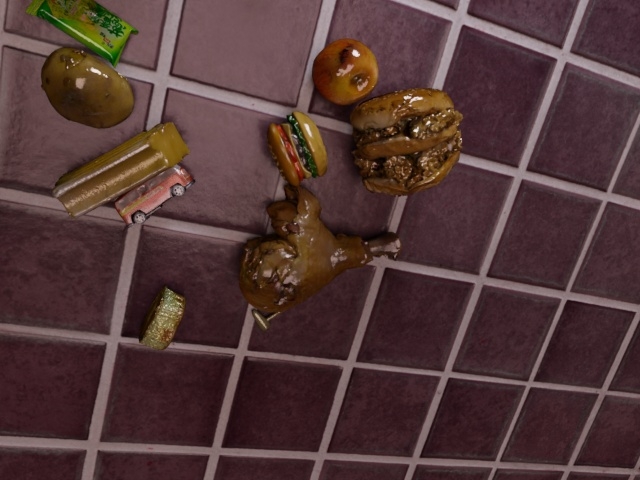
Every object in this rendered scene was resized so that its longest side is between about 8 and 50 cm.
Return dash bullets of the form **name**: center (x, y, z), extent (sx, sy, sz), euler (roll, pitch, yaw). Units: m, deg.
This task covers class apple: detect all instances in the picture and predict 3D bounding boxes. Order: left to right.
- **apple**: center (0.055, -0.363, 1.153), extent (0.146, 0.146, 0.147), euler (-5, 110, -14)

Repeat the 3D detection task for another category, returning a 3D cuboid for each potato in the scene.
- **potato**: center (-0.451, -0.290, 1.038), extent (0.176, 0.137, 0.137), euler (28, 99, -24)

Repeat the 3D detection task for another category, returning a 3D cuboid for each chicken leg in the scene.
- **chicken leg**: center (0.000, 0.000, 1.258), extent (0.409, 0.182, 0.295), euler (-10, 95, -16)

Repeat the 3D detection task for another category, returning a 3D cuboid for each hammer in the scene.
- **hammer**: center (-0.080, 0.154, 1.355), extent (0.195, 0.028, 0.060), euler (-31, 107, -7)

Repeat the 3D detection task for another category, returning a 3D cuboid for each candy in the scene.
- **candy**: center (-0.451, -0.421, 1.025), extent (0.178, 0.032, 0.102), euler (32, 70, -21)

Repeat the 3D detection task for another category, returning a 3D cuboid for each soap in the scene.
- **soap**: center (-0.396, -0.151, 1.082), extent (0.257, 0.160, 0.080), euler (-29, 115, -4)

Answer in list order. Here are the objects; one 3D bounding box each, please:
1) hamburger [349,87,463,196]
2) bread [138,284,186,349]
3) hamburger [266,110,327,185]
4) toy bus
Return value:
- **hamburger**: center (0.193, -0.223, 1.170), extent (0.245, 0.260, 0.211), euler (-18, 109, -1)
- **bread**: center (-0.362, 0.183, 1.225), extent (0.069, 0.128, 0.140), euler (28, 99, -18)
- **hamburger**: center (-0.051, -0.200, 1.169), extent (0.115, 0.162, 0.162), euler (-23, 113, -1)
- **toy bus**: center (-0.360, -0.103, 1.158), extent (0.174, 0.079, 0.077), euler (-36, 104, -2)
